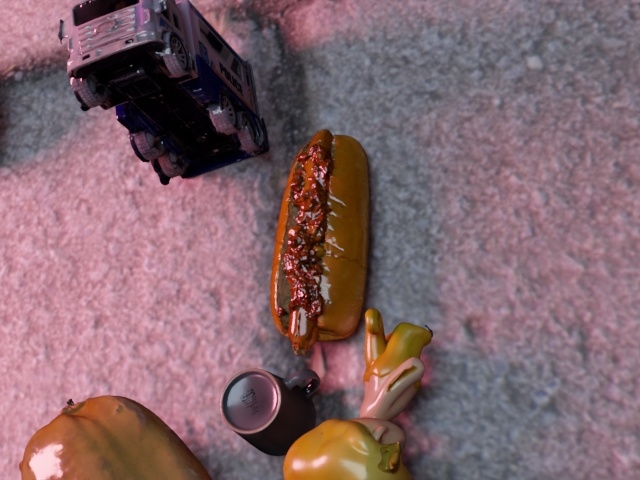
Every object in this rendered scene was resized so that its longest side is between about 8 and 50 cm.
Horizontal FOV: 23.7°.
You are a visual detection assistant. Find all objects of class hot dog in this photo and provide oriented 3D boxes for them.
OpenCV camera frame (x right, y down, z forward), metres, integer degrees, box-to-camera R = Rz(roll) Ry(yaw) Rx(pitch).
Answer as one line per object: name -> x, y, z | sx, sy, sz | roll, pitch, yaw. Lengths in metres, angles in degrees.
hot dog -> 0.000, 0.000, 1.579 | 0.102, 0.076, 0.249 | -1, 69, 19

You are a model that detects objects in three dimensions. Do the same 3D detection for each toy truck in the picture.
toy truck -> -0.164, -0.181, 1.611 | 0.124, 0.268, 0.155 | -18, 62, 15

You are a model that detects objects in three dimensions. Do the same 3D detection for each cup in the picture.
cup -> -0.046, 0.163, 1.534 | 0.100, 0.077, 0.078 | -42, 60, 3

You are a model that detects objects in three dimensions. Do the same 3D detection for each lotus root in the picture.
lotus root -> -0.167, 0.294, 1.489 | 0.169, 0.151, 0.342 | -21, 56, -32

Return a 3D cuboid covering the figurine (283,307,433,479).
figurine -> 0.042, 0.193, 1.454 | 0.131, 0.156, 0.246 | 24, 62, -5
